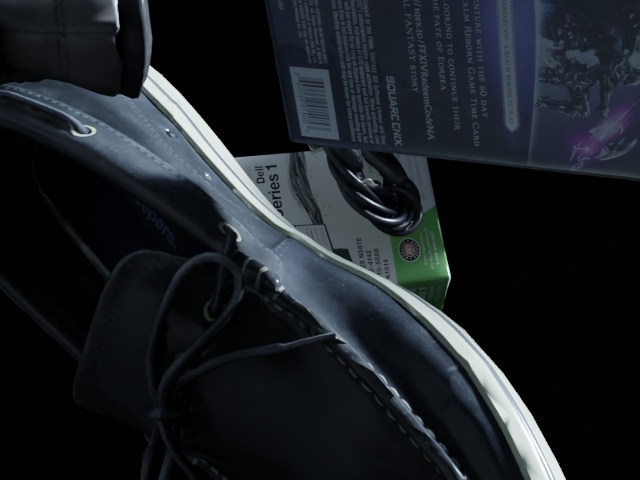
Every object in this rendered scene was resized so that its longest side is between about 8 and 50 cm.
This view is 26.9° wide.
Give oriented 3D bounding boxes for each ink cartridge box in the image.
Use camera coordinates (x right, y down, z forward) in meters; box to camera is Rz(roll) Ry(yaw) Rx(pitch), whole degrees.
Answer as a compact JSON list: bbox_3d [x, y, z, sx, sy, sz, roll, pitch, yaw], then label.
[{"bbox_3d":[0.000,0.000,1.294,0.092,0.220,0.160,96,-14,-61],"label":"ink cartridge box"}]

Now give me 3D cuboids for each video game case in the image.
[{"bbox_3d":[0.098,-0.120,0.662,0.026,0.274,0.196,-60,149,-45],"label":"video game case"}]

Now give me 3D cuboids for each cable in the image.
[{"bbox_3d":[0.041,-0.082,1.185,0.047,0.150,0.184,-37,-164,18],"label":"cable"}]

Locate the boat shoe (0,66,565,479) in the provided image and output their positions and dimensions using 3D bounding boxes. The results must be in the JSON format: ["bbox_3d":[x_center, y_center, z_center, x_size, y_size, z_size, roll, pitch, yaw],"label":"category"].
[{"bbox_3d":[-0.061,0.062,0.776,0.500,0.156,0.186,44,-52,24],"label":"boat shoe"}]

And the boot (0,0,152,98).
[{"bbox_3d":[-0.154,-0.066,0.405,0.338,0.223,0.118,-127,-142,-59],"label":"boot"}]
